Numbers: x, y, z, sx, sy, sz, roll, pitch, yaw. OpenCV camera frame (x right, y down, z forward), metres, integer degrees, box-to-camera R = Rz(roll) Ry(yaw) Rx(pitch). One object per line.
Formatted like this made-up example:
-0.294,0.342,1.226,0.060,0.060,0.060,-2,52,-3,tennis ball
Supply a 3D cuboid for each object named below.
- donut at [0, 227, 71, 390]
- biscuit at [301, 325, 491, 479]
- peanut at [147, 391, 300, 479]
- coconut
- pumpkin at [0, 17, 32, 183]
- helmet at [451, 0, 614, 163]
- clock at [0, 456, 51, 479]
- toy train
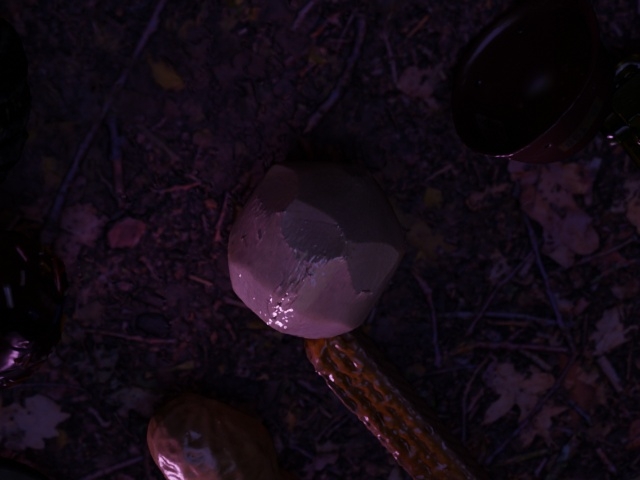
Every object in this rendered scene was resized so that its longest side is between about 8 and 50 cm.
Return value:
-0.339,0.072,1.596,0.235,0.089,0.235,-9,147,-6,donut
0.104,0.208,1.791,0.054,0.094,0.378,-37,115,7,biscuit
-0.084,0.237,1.767,0.108,0.095,0.226,-36,116,10,peanut
0.000,0.001,1.643,0.161,0.161,0.162,22,115,-19,coconut
-0.357,-0.125,1.516,0.220,0.162,0.220,-10,122,-17,pumpkin
0.219,-0.144,1.640,0.106,0.155,0.175,22,100,-41,helmet
-0.349,0.323,1.763,0.226,0.049,0.226,-6,109,-17,clock
0.375,-0.151,1.676,0.225,0.090,0.137,-38,135,6,toy train
